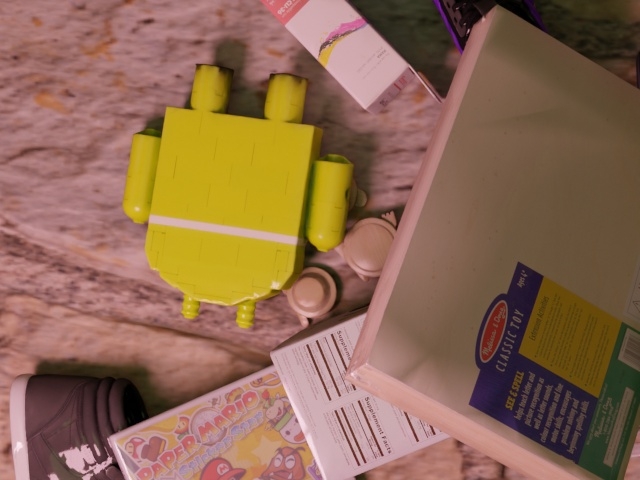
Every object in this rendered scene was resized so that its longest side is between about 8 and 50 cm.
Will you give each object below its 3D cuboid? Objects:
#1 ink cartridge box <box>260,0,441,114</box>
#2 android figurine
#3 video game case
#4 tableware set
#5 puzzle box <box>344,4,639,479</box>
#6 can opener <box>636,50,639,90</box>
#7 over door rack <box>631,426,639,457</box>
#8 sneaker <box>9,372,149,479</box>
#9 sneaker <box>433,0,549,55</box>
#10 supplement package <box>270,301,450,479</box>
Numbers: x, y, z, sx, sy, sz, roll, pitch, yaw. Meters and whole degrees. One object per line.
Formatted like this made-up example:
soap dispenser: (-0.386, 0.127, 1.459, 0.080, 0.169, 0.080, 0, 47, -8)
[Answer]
ink cartridge box: (0.034, -0.195, 1.883, 0.067, 0.115, 0.198, -45, 85, 6)
android figurine: (-0.091, -0.046, 1.926, 0.248, 0.056, 0.273, 7, 91, 14)
video game case: (-0.080, 0.256, 1.913, 0.227, 0.026, 0.206, -23, 88, -18)
tableware set: (0.000, 0.000, 1.943, 0.168, 0.020, 0.141, -32, 82, 11)
puzzle box: (0.204, 0.010, 1.686, 0.272, 0.052, 0.409, 30, 61, -14)
can opener: (0.355, -0.109, 1.870, 0.059, 0.073, 0.186, -1, 83, 16)
over door rack: (0.273, 0.087, 1.783, 0.324, 0.108, 0.239, 9, 67, -23)
sneaker: (-0.238, 0.280, 1.944, 0.147, 0.104, 0.296, -10, 86, 14)
sneaker: (0.173, -0.236, 1.846, 0.102, 0.146, 0.293, -29, 88, 8)
supplement package: (0.082, 0.130, 1.847, 0.203, 0.194, 0.149, -23, 90, 8)
